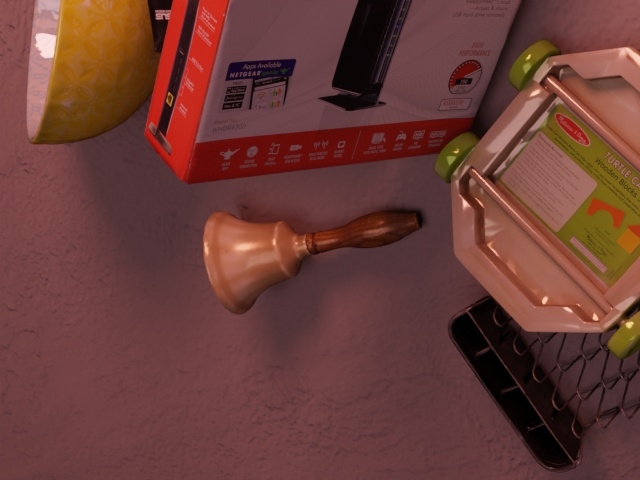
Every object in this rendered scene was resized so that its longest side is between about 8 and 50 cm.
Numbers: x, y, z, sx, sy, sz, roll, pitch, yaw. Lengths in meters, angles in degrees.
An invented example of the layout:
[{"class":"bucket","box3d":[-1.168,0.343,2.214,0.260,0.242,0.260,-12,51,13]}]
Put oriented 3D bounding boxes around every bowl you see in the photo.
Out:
[{"class":"bowl","box3d":[-0.226,-0.240,1.221,0.156,0.289,0.289,5,125,-20]}]

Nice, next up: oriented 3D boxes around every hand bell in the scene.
[{"class":"hand bell","box3d":[0.000,0.000,1.273,0.242,0.126,0.126,-14,105,22]}]

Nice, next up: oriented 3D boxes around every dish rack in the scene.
[{"class":"dish rack","box3d":[0.292,0.102,1.147,0.271,0.074,0.208,-33,94,37]}]

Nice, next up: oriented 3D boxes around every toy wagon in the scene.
[{"class":"toy wagon","box3d":[0.274,-0.070,1.039,0.267,0.068,0.344,48,116,22]}]

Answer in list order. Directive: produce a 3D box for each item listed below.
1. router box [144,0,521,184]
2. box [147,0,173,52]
[{"class":"router box","box3d":[0.031,-0.210,0.990,0.082,0.335,0.301,48,133,37]},{"class":"box","box3d":[-0.064,-0.245,1.125,0.147,0.180,0.078,5,113,28]}]
